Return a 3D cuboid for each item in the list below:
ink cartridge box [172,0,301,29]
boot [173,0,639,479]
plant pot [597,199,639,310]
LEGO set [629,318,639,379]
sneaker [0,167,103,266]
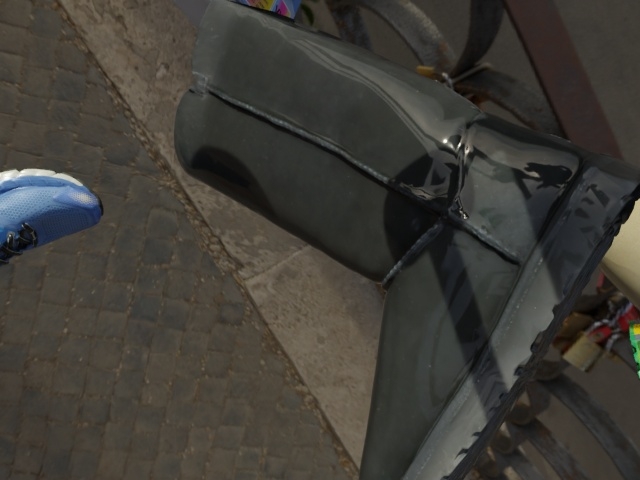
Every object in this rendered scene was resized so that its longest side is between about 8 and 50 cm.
[{"bbox_3d":[-0.099,-0.521,0.861,0.151,0.270,0.395,16,80,25],"label":"ink cartridge box"},{"bbox_3d":[0.001,-0.002,0.572,0.445,0.146,0.367,33,101,27],"label":"boot"},{"bbox_3d":[0.555,0.023,0.901,0.256,0.274,0.256,-30,141,-29],"label":"plant pot"},{"bbox_3d":[0.243,0.168,0.189,0.192,0.255,0.331,-16,89,29],"label":"LEGO set"},{"bbox_3d":[-0.435,0.019,0.745,0.330,0.130,0.147,-22,62,-19],"label":"sneaker"}]
